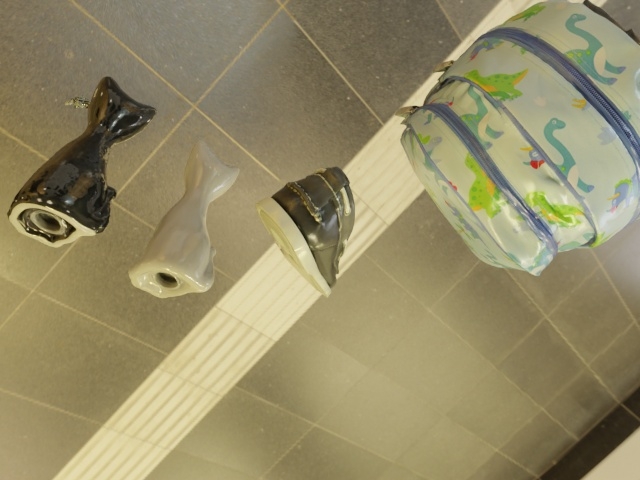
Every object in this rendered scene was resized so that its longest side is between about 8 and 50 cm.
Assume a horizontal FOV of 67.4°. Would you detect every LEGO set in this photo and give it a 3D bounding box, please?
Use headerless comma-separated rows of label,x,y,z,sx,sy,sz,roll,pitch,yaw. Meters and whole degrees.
LEGO set,-0.379,-0.226,0.780,0.083,0.054,0.024,6,102,21

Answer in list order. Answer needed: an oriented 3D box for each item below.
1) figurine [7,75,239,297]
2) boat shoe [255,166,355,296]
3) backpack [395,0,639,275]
figurine,-0.202,-0.065,0.566,0.214,0.210,0.092,34,141,-30
boat shoe,0.000,0.000,0.485,0.079,0.084,0.233,-43,165,-10
backpack,0.222,-0.095,0.531,0.273,0.355,0.290,-33,91,-8
